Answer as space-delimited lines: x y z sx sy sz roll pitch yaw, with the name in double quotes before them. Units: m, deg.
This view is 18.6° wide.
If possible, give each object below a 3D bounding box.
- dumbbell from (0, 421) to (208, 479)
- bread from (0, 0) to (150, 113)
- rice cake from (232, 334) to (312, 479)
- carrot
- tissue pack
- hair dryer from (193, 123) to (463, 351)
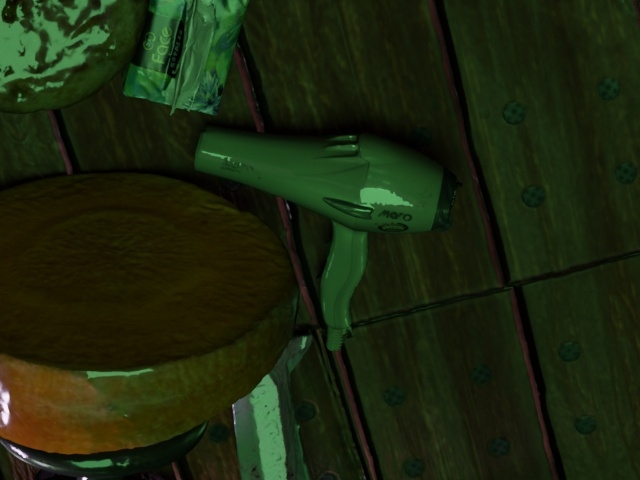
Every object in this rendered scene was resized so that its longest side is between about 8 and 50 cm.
"dumbbell" -0.196 0.204 1.715 0.192 0.192 0.290 2 118 -5
"bread" -0.246 -0.212 1.530 0.230 0.123 0.230 0 116 -1
"rice cake" -0.031 0.219 1.776 0.081 0.051 0.290 -7 104 2
"carrot" -0.169 0.054 1.606 0.307 0.258 0.100 2 135 7
"tissue pack" -0.110 -0.163 1.587 0.085 0.079 0.111 12 116 -11
"hair dryer" -0.020 -0.023 1.685 0.219 0.088 0.225 29 127 -10
